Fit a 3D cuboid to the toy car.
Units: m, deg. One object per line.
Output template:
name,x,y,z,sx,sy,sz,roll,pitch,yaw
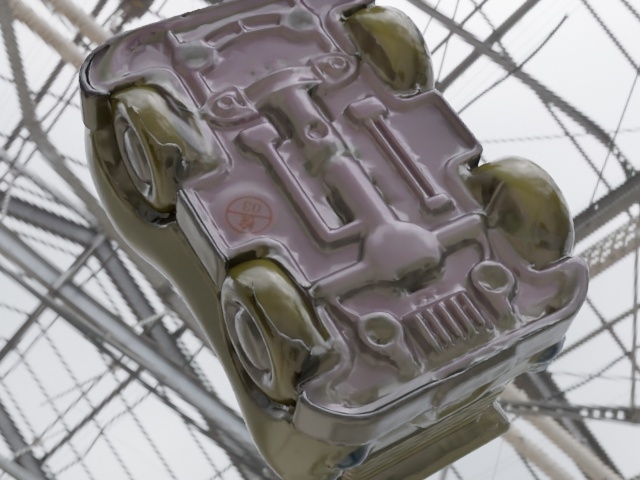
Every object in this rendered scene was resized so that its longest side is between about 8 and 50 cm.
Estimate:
toy car,0.000,0.000,0.713,0.336,0.242,0.226,54,-25,28
